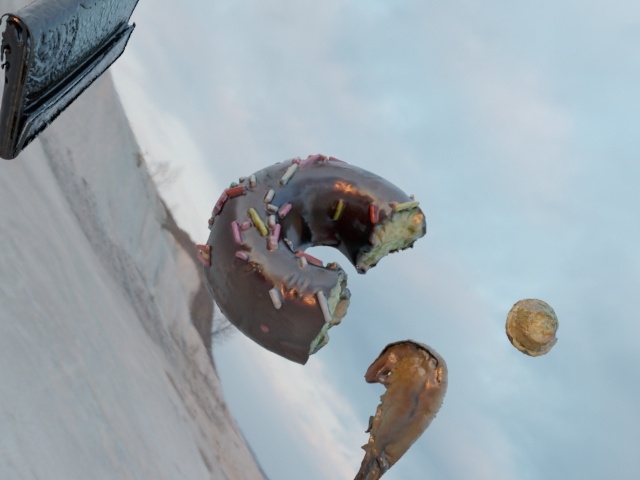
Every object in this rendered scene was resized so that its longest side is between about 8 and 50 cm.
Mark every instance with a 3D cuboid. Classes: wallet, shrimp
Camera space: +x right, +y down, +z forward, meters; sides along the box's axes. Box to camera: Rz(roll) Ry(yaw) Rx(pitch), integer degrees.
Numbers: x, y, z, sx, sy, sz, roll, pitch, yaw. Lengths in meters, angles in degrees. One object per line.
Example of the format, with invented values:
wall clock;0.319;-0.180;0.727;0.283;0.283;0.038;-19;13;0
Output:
wallet;-0.225;-0.185;0.581;0.039;0.243;0.133;25;-54;-9
shrimp;0.087;0.261;0.884;0.117;0.262;0.066;38;1;39

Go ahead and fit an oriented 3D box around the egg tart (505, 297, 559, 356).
egg tart;0.457;0.184;1.321;0.129;0.128;0.049;57;-14;4

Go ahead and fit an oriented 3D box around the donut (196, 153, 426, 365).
donut;-0.021;-0.010;0.883;0.259;0.345;0.136;35;-44;17
